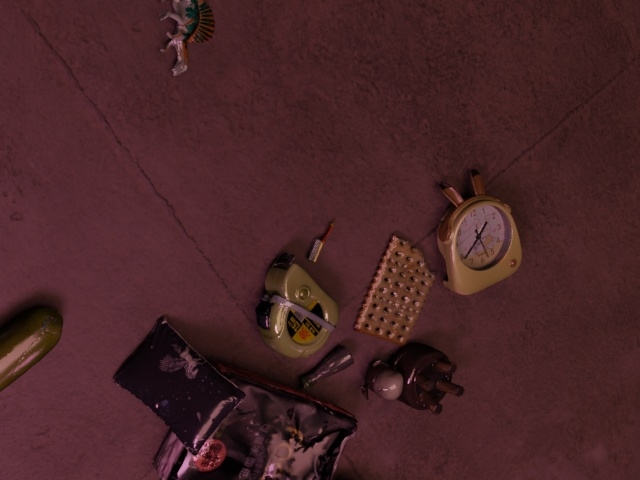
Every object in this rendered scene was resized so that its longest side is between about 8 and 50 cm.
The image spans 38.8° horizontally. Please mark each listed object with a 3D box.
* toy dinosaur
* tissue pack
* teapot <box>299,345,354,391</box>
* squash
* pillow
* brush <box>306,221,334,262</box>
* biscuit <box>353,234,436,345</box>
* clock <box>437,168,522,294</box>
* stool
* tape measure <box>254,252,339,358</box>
[{"bbox_3d":[-0.210,-0.365,1.476,0.106,0.044,0.187,39,71,-42],"label":"toy dinosaur"},{"bbox_3d":[-0.107,0.377,1.663,0.332,0.123,0.245,27,92,-30],"label":"tissue pack"},{"bbox_3d":[0.009,0.247,1.737,0.111,0.043,0.042,-32,115,-13],"label":"teapot"},{"bbox_3d":[-0.545,0.217,1.425,0.331,0.087,0.087,-35,116,-13],"label":"squash"},{"bbox_3d":[-0.241,0.245,1.541,0.141,0.208,0.055,-51,161,-8],"label":"pillow"},{"bbox_3d":[0.000,0.000,1.681,0.021,0.019,0.083,28,91,-20],"label":"brush"},{"bbox_3d":[0.155,0.103,1.788,0.144,0.016,0.203,23,93,-29],"label":"biscuit"},{"bbox_3d":[0.305,-0.020,1.804,0.170,0.069,0.232,-22,111,-20],"label":"clock"},{"bbox_3d":[0.184,0.275,1.790,0.217,0.121,0.125,0,104,-32],"label":"stool"},{"bbox_3d":[-0.044,0.136,1.653,0.177,0.087,0.154,43,70,-30],"label":"tape measure"}]
